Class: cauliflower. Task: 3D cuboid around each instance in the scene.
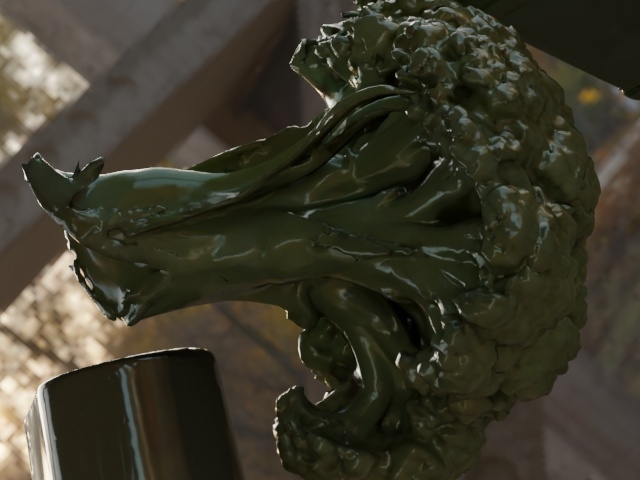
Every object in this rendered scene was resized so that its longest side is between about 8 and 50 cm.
[{"bbox_3d":[0.021,0.011,0.975,0.281,0.260,0.327,-27,5,-3],"label":"cauliflower"}]

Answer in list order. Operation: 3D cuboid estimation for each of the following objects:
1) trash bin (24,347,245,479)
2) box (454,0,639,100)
[{"bbox_3d":[-0.095,0.201,1.001,0.121,0.247,0.243,-10,-10,-15],"label":"trash bin"},{"bbox_3d":[0.204,-0.248,1.303,0.178,0.252,0.329,-35,-33,31],"label":"box"}]
